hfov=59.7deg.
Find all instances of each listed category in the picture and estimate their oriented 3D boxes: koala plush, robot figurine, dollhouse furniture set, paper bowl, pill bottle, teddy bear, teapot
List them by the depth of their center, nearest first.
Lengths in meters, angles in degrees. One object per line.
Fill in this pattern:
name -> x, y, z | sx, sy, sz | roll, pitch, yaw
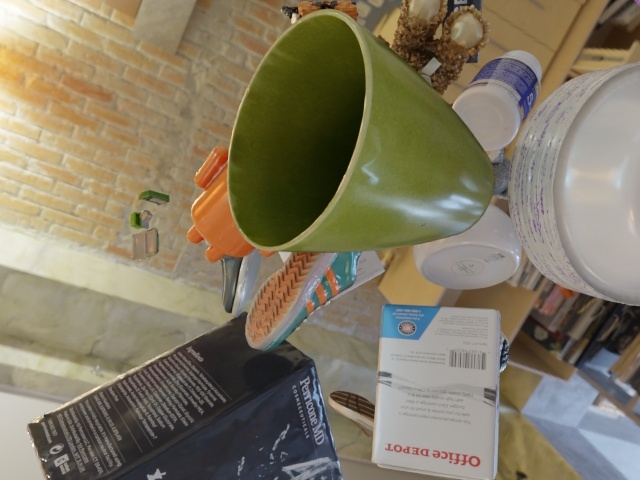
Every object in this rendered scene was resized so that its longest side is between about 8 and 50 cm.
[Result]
paper bowl -> 0.379, -0.063, 0.650 | 0.285, 0.284, 0.148 | 22, -179, -19
robot figurine -> -0.115, -0.060, 0.883 | 0.128, 0.219, 0.158 | 18, -145, -49
pill bottle -> 0.304, -0.243, 0.937 | 0.112, 0.112, 0.186 | 30, -128, 14
teddy bear -> 0.182, -0.310, 1.076 | 0.245, 0.337, 0.113 | 12, -143, 9
dollhouse furniture set -> -0.359, -0.027, 1.192 | 0.076, 0.151, 0.059 | -14, 163, 29
teapot -> 0.325, -0.018, 1.264 | 0.253, 0.186, 0.256 | 3, 149, 3
koala plush -> 0.389, -0.161, 1.389 | 0.221, 0.203, 0.196 | -5, 118, 58
robot figurine -> 0.002, -0.608, 1.515 | 0.211, 0.084, 0.291 | -4, -156, -6

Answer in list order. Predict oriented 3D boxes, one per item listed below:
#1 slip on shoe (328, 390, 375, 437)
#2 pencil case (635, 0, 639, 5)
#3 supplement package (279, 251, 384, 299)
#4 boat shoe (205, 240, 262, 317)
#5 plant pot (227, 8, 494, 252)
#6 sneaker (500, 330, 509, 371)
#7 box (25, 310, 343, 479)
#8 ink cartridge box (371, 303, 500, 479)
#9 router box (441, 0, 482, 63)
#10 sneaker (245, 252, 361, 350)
slip on shoe -> 0.068, 0.252, 0.772 | 0.136, 0.041, 0.051 | 17, -165, 24
pencil case -> 0.428, -0.342, 0.605 | 0.088, 0.206, 0.086 | 47, 179, -35
supplement package -> 0.000, 0.000, 1.467 | 0.178, 0.292, 0.175 | -26, 180, -30
boat shoe -> -0.165, -0.013, 1.069 | 0.099, 0.319, 0.116 | 10, -170, 6
plant pot -> 0.078, -0.099, 0.709 | 0.294, 0.274, 0.275 | 12, -161, -36
sneaker -> 0.293, 0.220, 1.223 | 0.292, 0.109, 0.118 | 20, 171, -26
box -> -0.230, 0.481, 1.110 | 0.472, 0.479, 0.297 | -27, -153, -29
ink cartridge box -> 0.144, 0.178, 0.679 | 0.140, 0.190, 0.082 | 1, 167, 20
router box -> 0.293, -0.559, 1.136 | 0.081, 0.242, 0.308 | 3, 154, 15
sneaker -> -0.008, 0.075, 0.961 | 0.121, 0.302, 0.108 | 27, -166, -40
